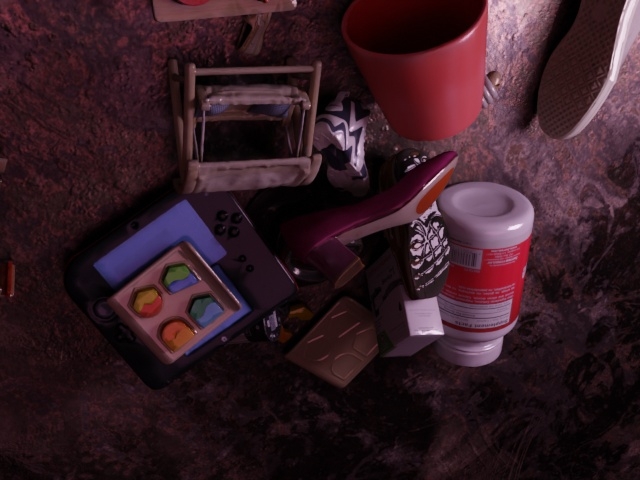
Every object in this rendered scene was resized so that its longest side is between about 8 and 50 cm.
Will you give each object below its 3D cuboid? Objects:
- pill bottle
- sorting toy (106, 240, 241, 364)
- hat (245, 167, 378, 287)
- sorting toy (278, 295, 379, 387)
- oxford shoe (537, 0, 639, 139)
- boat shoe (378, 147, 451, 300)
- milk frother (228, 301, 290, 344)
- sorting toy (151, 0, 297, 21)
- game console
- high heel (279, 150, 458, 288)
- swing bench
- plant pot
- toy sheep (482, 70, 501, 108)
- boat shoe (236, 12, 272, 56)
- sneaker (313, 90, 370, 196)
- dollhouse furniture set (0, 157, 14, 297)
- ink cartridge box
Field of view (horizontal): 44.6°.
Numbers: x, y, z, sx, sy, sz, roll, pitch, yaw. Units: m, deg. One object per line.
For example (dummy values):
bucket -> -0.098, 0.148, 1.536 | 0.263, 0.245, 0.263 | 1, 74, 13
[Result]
pill bottle -> 0.362, 0.087, 1.835 | 0.228, 0.229, 0.408 | -11, 123, -16
sorting toy -> -0.293, 0.131, 1.575 | 0.208, 0.038, 0.193 | -37, 112, 1
hat -> 0.000, 0.000, 1.692 | 0.331, 0.134, 0.332 | -10, 122, -16
sorting toy -> 0.021, 0.227, 1.901 | 0.229, 0.041, 0.307 | -45, 126, 13
oxford shoe -> 0.603, -0.425, 1.676 | 0.130, 0.169, 0.450 | -7, 123, -41
boat shoe -> 0.196, -0.033, 1.694 | 0.122, 0.120, 0.324 | -5, 89, -32
milk frother -> -0.152, 0.171, 1.762 | 0.134, 0.129, 0.143 | -8, 168, 23
sorting toy -> -0.163, -0.507, 1.310 | 0.257, 0.089, 0.256 | -11, 112, -17
game console -> -0.287, 0.085, 1.605 | 0.386, 0.060, 0.342 | -34, 106, 1
high heel -> 0.099, -0.088, 1.567 | 0.377, 0.181, 0.127 | -41, 159, -12
swing bench -> -0.140, -0.208, 1.453 | 0.253, 0.165, 0.255 | -7, 107, -21
plant pot -> 0.199, -0.341, 1.500 | 0.274, 0.275, 0.243 | -28, 136, -5
toy sheep -> 0.327, -0.316, 1.666 | 0.132, 0.091, 0.091 | -33, 128, 17
boat shoe -> -0.122, -0.408, 1.442 | 0.045, 0.050, 0.135 | 1, 119, -29
sneaker -> 0.064, -0.207, 1.597 | 0.235, 0.094, 0.153 | 53, 54, -45
dollhouse furniture set -> -0.603, 0.015, 1.396 | 0.135, 0.262, 0.259 | 5, 151, -27
ink cartridge box -> 0.186, 0.136, 1.772 | 0.092, 0.220, 0.160 | 1, 154, -23
